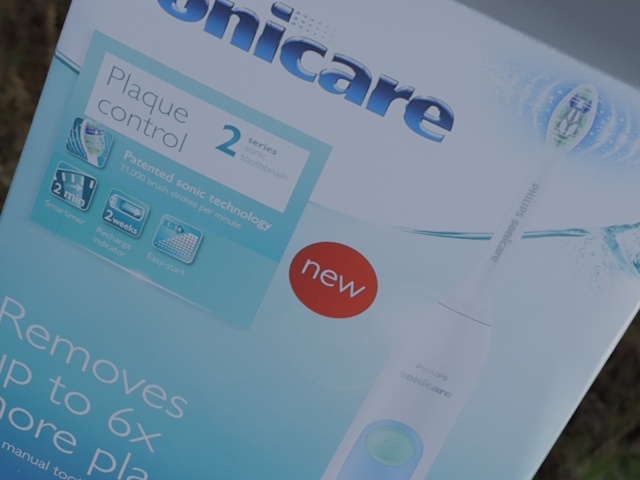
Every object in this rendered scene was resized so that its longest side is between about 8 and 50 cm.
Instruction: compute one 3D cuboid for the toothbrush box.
[{"bbox_3d":[0.000,0.000,0.675,0.216,0.126,0.295,26,124,0],"label":"toothbrush box"}]
